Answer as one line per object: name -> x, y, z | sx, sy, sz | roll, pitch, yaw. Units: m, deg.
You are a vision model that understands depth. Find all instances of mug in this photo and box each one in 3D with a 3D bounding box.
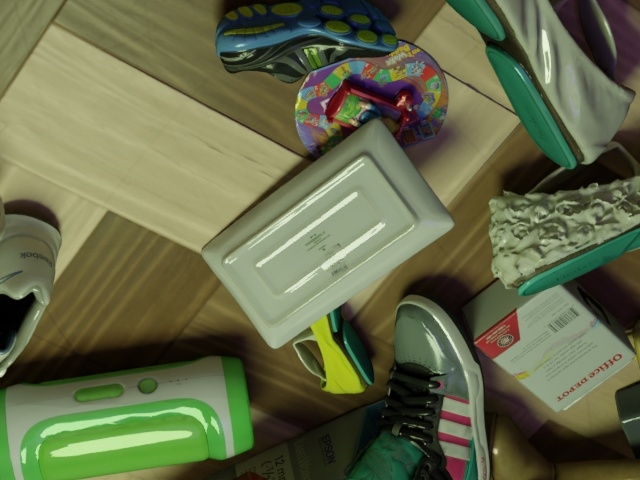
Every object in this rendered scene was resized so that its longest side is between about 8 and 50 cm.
mug -> 0.411, 0.130, 1.792 | 0.078, 0.062, 0.064 | -27, 119, 1

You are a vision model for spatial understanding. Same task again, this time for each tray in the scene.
tray -> 0.000, 0.000, 1.568 | 0.270, 0.030, 0.145 | -36, 93, 25

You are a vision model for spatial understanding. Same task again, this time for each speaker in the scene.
speaker -> -0.231, 0.212, 1.683 | 0.296, 0.131, 0.131 | -8, 127, -6

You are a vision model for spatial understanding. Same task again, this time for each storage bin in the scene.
storage bin -> 0.441, 0.241, 1.864 | 0.091, 0.098, 0.135 | -19, 128, 16

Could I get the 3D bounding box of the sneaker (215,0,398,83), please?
sneaker -> -0.015, -0.203, 1.469 | 0.188, 0.067, 0.078 | -6, 148, -9

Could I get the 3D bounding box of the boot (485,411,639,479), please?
boot -> 0.348, 0.294, 1.832 | 0.269, 0.089, 0.236 | -3, 142, 18

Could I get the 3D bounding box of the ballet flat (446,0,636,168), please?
ballet flat -> 0.206, -0.237, 1.455 | 0.139, 0.139, 0.400 | -32, 130, 12

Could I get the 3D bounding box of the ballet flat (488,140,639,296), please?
ballet flat -> 0.374, -0.062, 1.599 | 0.408, 0.147, 0.147 | -18, 127, 2

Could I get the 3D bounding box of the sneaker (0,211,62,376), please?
sneaker -> -0.380, 0.107, 1.574 | 0.111, 0.129, 0.297 | 20, 121, -26

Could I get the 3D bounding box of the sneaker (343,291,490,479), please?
sneaker -> 0.100, 0.223, 1.702 | 0.178, 0.123, 0.296 | -34, 120, -39

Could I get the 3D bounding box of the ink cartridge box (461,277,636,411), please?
ink cartridge box -> 0.276, 0.111, 1.741 | 0.127, 0.072, 0.175 | -39, 124, 17

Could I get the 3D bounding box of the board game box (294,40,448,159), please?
board game box -> 0.057, -0.136, 1.542 | 0.168, 0.033, 0.133 | -19, 127, 2

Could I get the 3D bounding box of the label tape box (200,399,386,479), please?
label tape box -> 0.022, 0.366, 1.854 | 0.347, 0.115, 0.249 | -24, 127, 9

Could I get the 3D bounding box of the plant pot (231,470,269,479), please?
plant pot -> -0.066, 0.434, 1.672 | 0.267, 0.267, 0.236 | 33, 101, -28

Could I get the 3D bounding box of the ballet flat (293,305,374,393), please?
ballet flat -> -0.001, 0.098, 1.681 | 0.077, 0.077, 0.231 | -10, 130, 13

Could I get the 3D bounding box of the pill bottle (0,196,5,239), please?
pill bottle -> -0.451, -0.012, 1.471 | 0.229, 0.131, 0.131 | -25, 127, 7
